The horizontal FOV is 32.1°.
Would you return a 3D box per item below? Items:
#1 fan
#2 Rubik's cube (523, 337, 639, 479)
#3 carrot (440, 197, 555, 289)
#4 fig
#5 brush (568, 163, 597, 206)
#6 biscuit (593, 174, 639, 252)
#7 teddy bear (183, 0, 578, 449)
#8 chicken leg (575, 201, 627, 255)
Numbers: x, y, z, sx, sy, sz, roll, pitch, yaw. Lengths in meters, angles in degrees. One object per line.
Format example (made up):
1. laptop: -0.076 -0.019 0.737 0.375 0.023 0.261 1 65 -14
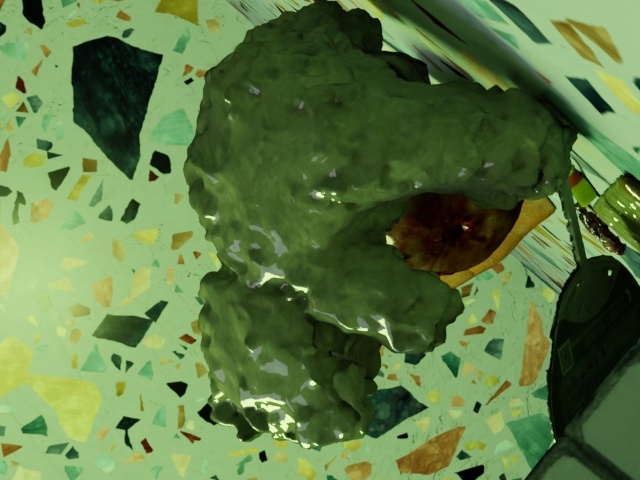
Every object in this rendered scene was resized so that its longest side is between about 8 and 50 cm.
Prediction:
1. fan: 0.230 0.092 0.962 0.012 0.223 0.294 -3 137 40
2. Rubik's cube: 0.331 0.270 0.804 0.337 0.343 0.344 39 -179 31
3. carrot: 0.165 -0.013 1.413 0.159 0.225 0.159 43 -173 -7
4. fig: 0.101 -0.109 1.120 0.191 0.191 0.290 34 -137 -64
5. brush: 0.229 -0.054 1.005 0.021 0.019 0.083 54 -169 31
6. biscuit: 0.294 0.003 0.942 0.139 0.016 0.231 42 -177 8
7. teddy bear: 0.000 0.000 0.945 0.225 0.367 0.357 -3 -155 -36
8. chicken leg: 0.287 -0.015 1.152 0.083 0.021 0.036 44 -168 -16
